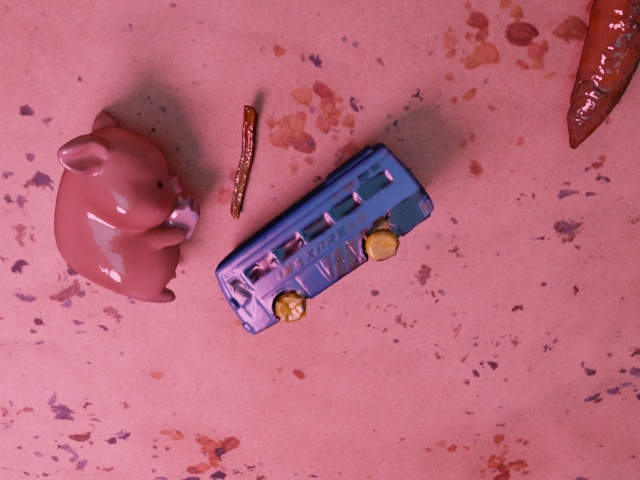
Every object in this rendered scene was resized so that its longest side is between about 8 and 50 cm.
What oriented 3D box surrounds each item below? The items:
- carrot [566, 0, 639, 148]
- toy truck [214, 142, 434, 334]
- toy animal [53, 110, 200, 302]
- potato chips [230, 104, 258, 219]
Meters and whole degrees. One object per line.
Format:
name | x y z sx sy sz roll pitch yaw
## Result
carrot | 0.453 -0.274 0.767 0.101 0.102 0.263 5 119 -5
toy truck | 0.000 0.000 0.821 0.384 0.161 0.162 -36 99 12
toy animal | -0.306 -0.043 0.762 0.212 0.195 0.256 16 109 -18
potato chips | -0.132 -0.132 0.818 0.026 0.037 0.204 16 117 1
